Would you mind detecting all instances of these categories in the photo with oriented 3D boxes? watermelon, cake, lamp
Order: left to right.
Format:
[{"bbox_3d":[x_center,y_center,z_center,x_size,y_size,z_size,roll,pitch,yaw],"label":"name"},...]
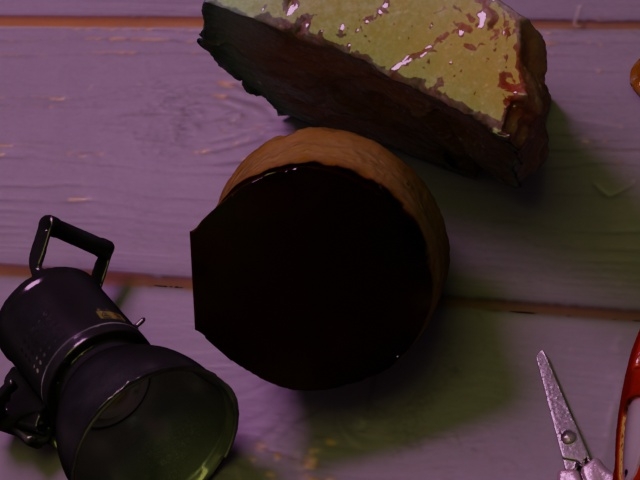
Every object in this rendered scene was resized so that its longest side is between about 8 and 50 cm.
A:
[{"bbox_3d":[-0.189,0.110,1.401,0.227,0.147,0.172,41,101,44],"label":"lamp"},{"bbox_3d":[0.000,0.000,1.369,0.185,0.207,0.178,-59,11,20],"label":"cake"},{"bbox_3d":[0.073,-0.159,1.416,0.302,0.264,0.151,23,81,20],"label":"watermelon"}]

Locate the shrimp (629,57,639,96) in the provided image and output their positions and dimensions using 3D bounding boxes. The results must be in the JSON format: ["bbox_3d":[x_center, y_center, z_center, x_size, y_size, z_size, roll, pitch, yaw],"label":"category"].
[{"bbox_3d":[0.311,-0.131,1.433,0.083,0.023,0.114,-38,50,-10],"label":"shrimp"}]

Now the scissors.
[{"bbox_3d":[0.189,0.160,1.294,0.100,0.015,0.189,-19,52,6],"label":"scissors"}]

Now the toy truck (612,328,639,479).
[{"bbox_3d":[0.285,0.099,1.134,0.189,0.239,0.265,8,76,18],"label":"toy truck"}]
